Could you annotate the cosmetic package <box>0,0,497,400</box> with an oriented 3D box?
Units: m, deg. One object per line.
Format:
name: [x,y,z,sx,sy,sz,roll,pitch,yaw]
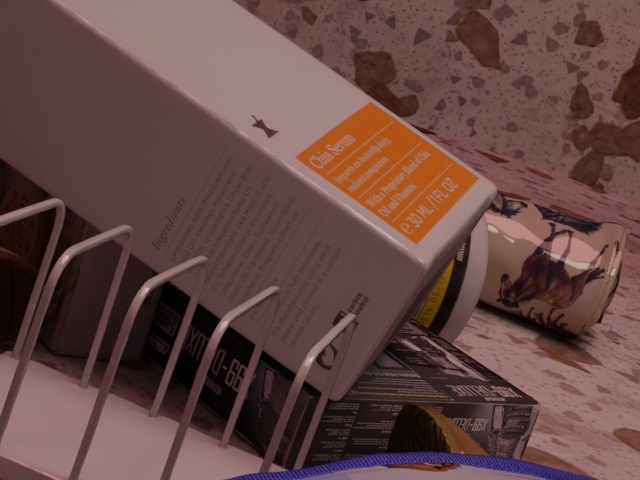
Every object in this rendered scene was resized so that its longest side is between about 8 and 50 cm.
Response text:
cosmetic package: [-0.092,-0.086,1.429,0.453,0.161,0.230,35,28,6]

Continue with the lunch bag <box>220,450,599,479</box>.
lunch bag: [0.119,0.268,0.786,0.385,0.239,0.328,21,13,-26]

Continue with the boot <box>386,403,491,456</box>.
boot: [0.209,0.239,1.358,0.270,0.089,0.236,12,26,-29]

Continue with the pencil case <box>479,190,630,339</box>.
pencil case: [0.203,-0.012,2.158,0.410,0.160,0.183,22,30,11]

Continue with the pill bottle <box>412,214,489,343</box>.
pill bottle: [0.000,0.000,1.768,0.334,0.188,0.188,15,14,-18]

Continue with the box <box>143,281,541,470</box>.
box: [0.020,0.128,1.529,0.307,0.076,0.242,7,19,-43]

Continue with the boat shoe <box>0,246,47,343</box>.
boat shoe: [-0.352,0.033,1.349,0.257,0.095,0.095,6,13,-44]

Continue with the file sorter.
file sorter: [-0.136,0.098,1.224,0.278,0.173,0.193,21,13,9]

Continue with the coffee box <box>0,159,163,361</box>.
coffee box: [-0.246,-0.002,1.535,0.098,0.141,0.246,8,16,-37]
